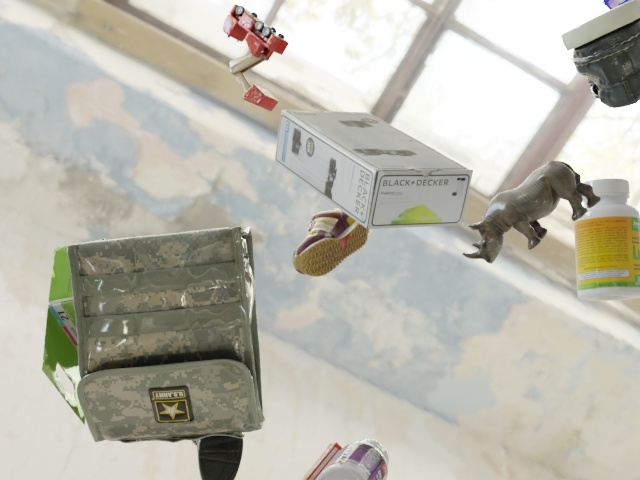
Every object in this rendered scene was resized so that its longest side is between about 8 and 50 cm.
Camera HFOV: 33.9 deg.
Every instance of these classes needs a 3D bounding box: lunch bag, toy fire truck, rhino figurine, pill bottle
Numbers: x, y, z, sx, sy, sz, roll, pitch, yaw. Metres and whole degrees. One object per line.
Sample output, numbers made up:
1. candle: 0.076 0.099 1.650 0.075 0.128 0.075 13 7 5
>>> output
1. lunch bag: -0.201 0.133 1.407 0.235 0.286 0.169 -5 -179 2
2. toy fire truck: -0.129 -0.345 1.970 0.192 0.135 0.047 43 -164 32
3. rhino figurine: 0.342 -0.042 1.773 0.106 0.243 0.073 55 -163 0
4. pill bottle: 0.601 -0.001 2.194 0.136 0.245 0.136 -1 172 0
5. pill bottle: 0.068 0.448 2.002 0.108 0.108 0.193 35 -161 10

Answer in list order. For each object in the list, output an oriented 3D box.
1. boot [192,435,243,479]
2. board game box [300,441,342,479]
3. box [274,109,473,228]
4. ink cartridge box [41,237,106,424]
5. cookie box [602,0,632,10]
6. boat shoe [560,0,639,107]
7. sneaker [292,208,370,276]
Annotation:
1. boot: -0.209 0.385 2.039 0.085 0.178 0.236 4 -117 -15
2. board game box: 0.020 0.560 2.282 0.147 0.045 0.193 44 -116 -5
3. box: 0.070 -0.111 1.556 0.169 0.087 0.290 -3 -156 -31
4. ink cartridge box: -0.389 0.157 1.798 0.097 0.188 0.255 -11 -131 5
5. cookie box: 0.545 -0.428 1.779 0.107 0.092 0.040 -16 -118 -40
6. boat shoe: 0.363 -0.208 1.185 0.113 0.127 0.340 66 -156 -1
7. sneaker: 0.000 0.000 1.679 0.084 0.069 0.185 24 -149 31
